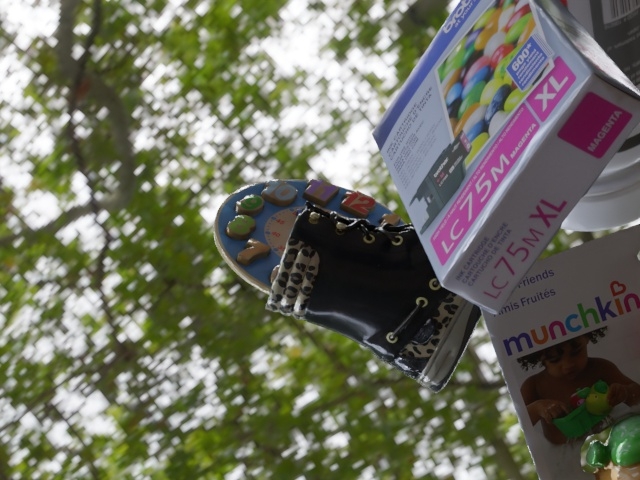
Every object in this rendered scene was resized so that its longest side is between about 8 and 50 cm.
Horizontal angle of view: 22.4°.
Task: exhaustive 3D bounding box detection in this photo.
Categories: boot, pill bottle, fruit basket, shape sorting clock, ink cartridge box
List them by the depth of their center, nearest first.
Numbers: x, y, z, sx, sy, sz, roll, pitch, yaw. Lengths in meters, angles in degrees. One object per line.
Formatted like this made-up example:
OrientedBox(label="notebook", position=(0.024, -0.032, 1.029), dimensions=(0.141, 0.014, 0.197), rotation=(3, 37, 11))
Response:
OrientedBox(label="ink cartridge box", position=(0.127, -0.099, 1.225), dimensions=(0.065, 0.185, 0.311), rotation=(27, -160, -20))
OrientedBox(label="fruit basket", position=(0.336, 0.146, 1.341), dimensions=(0.327, 0.165, 0.353), rotation=(-19, -76, 0))
OrientedBox(label="boot", position=(0.069, -0.006, 1.377), dimensions=(0.179, 0.236, 0.085), rotation=(22, -167, 4))
OrientedBox(label="shape sorting clock", position=(0.000, 0.000, 1.543), dimensions=(0.206, 0.040, 0.206), rotation=(12, -149, -7))
OrientedBox(label="pill bottle", position=(0.250, -0.163, 1.566), dimensions=(0.161, 0.161, 0.283), rotation=(-46, -46, -42))
